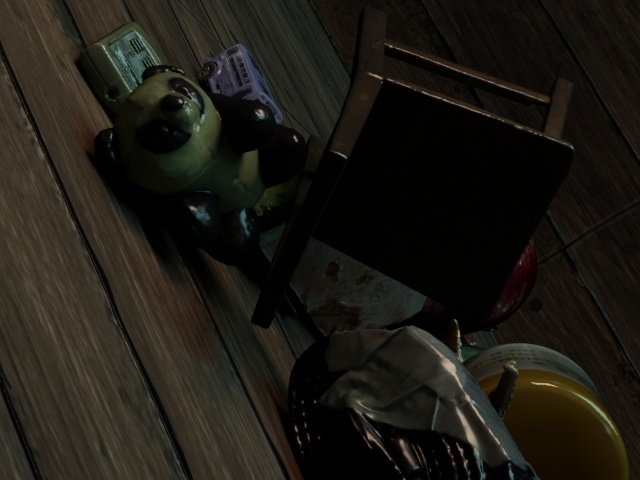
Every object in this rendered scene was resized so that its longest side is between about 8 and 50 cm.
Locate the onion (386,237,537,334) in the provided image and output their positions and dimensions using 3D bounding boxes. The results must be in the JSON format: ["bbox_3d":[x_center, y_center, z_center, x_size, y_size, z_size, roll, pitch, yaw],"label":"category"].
[{"bbox_3d":[0.135,0.026,2.145,0.314,0.232,0.314,14,15,-4],"label":"onion"}]

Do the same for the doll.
[{"bbox_3d":[-0.111,-0.071,1.469,0.135,0.143,0.234,28,-2,18],"label":"doll"}]

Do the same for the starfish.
[{"bbox_3d":[0.146,0.203,1.621,0.231,0.048,0.295,132,-29,-61],"label":"starfish"}]

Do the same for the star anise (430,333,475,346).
[{"bbox_3d":[0.157,0.080,2.586,0.214,0.099,0.220,29,33,-45],"label":"star anise"}]

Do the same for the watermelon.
[{"bbox_3d":[0.000,0.000,1.796,0.305,0.224,0.180,52,48,-56],"label":"watermelon"}]

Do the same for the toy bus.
[{"bbox_3d":[-0.099,-0.176,2.039,0.073,0.076,0.167,52,11,-41],"label":"toy bus"}]

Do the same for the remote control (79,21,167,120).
[{"bbox_3d":[-0.190,-0.167,1.630,0.098,0.038,0.233,57,10,-10],"label":"remote control"}]

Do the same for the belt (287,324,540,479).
[{"bbox_3d":[0.080,0.200,1.451,0.164,0.184,0.289,39,15,-52],"label":"belt"}]

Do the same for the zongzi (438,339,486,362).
[{"bbox_3d":[0.236,0.238,2.168,0.289,0.154,0.317,27,0,38],"label":"zongzi"}]

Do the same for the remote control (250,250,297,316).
[{"bbox_3d":[-0.055,0.044,1.749,0.091,0.016,0.034,58,-3,-9],"label":"remote control"}]

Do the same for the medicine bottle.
[{"bbox_3d":[0.255,0.263,2.016,0.238,0.238,0.232,58,8,-6],"label":"medicine bottle"}]

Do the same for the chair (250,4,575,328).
[{"bbox_3d":[0.102,-0.044,1.516,0.241,0.203,0.416,24,25,-5],"label":"chair"}]
